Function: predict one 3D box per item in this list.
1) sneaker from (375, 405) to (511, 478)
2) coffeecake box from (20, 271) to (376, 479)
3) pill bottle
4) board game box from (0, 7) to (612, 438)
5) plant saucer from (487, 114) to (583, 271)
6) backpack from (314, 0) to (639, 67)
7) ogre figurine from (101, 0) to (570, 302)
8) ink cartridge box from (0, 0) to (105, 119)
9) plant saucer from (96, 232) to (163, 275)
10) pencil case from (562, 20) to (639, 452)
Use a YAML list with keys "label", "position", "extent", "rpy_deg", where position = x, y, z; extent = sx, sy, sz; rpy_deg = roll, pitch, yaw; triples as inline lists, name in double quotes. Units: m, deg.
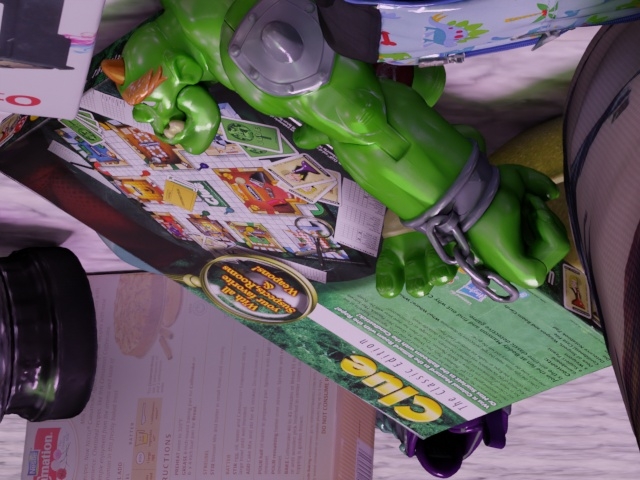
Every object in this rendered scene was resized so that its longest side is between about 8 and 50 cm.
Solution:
- label: "sneaker"
  position: [0.048, 0.097, 1.134]
  extent: [0.083, 0.098, 0.224]
  rpy_deg: [9, 161, -17]
- label: "coffeecake box"
  position: [-0.066, 0.092, 1.067]
  extent: [0.185, 0.142, 0.068]
  rpy_deg: [-3, 161, 20]
- label: "pill bottle"
  position: [-0.233, 0.053, 0.983]
  extent: [0.219, 0.122, 0.123]
  rpy_deg: [-3, 166, -27]
- label: "board game box"
  position: [0.000, 0.000, 0.818]
  extent: [0.260, 0.030, 0.136]
  rpy_deg: [34, 138, -28]
- label: "plant saucer"
  position: [0.176, -0.026, 0.819]
  extent: [0.188, 0.045, 0.188]
  rpy_deg: [16, 159, -33]
- label: "backpack"
  position: [0.052, -0.102, 0.517]
  extent: [0.114, 0.105, 0.084]
  rpy_deg: [-7, 167, 2]
- label: "ogre figurine"
  position: [-0.004, -0.060, 0.620]
  extent: [0.097, 0.197, 0.118]
  rpy_deg: [-36, 128, 21]
- label: "ink cartridge box"
  position: [-0.124, -0.104, 0.584]
  extent: [0.127, 0.072, 0.175]
  rpy_deg: [6, 162, -10]
- label: "plant saucer"
  position: [-0.061, -0.001, 0.976]
  extent: [0.119, 0.021, 0.119]
  rpy_deg: [3, 162, 1]
- label: "pencil case"
  position: [0.158, -0.002, 0.481]
  extent: [0.184, 0.160, 0.410]
  rpy_deg: [-13, -171, 6]
